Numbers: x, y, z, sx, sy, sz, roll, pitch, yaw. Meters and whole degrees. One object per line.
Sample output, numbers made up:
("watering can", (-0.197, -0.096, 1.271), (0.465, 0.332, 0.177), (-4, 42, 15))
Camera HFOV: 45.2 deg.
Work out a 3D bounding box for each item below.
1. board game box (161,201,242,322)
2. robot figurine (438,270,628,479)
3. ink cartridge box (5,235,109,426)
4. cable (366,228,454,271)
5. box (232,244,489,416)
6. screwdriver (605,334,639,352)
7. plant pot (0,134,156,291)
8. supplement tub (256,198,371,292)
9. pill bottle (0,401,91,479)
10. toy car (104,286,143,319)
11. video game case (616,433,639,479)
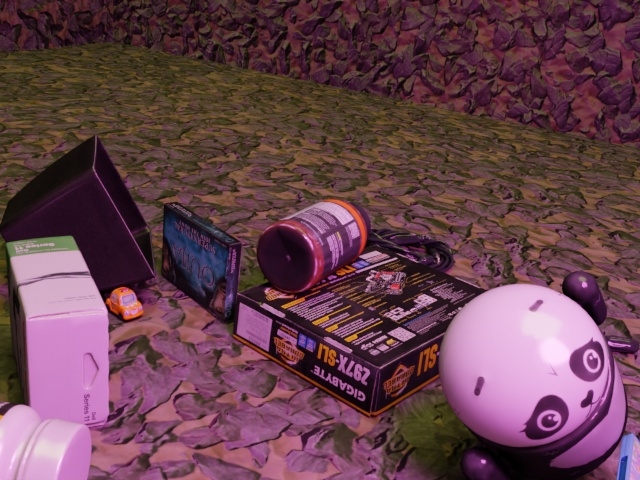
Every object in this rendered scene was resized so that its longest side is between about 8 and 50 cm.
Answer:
("board game box", (-0.184, 0.030, 1.166), (0.026, 0.126, 0.186), (-11, 27, -39))
("robot figurine", (0.233, 0.158, 0.820), (0.173, 0.278, 0.209), (-16, 56, 20))
("ink cartridge box", (-0.312, 0.104, 0.904), (0.087, 0.153, 0.208), (-5, 24, -26))
("cable", (0.159, 0.008, 1.432), (0.150, 0.047, 0.184), (-10, 27, -37))
("box", (0.079, 0.111, 1.111), (0.257, 0.079, 0.322), (21, 26, 36))
("screwdriver", (0.402, 0.155, 1.184), (0.170, 0.024, 0.025), (3, 50, 7))
("plant pot", (-0.367, -0.022, 1.151), (0.167, 0.188, 0.187), (-25, 27, -4))
("supplement tub", (0.000, 0.000, 1.124), (0.106, 0.106, 0.198), (18, 24, 26))
("pill bottle", (-0.327, 0.203, 0.701), (0.208, 0.119, 0.119), (8, 22, 1))
("toy car", (-0.316, 0.091, 1.088), (0.122, 0.040, 0.060), (-6, 25, -31))
("video game case", (0.326, 0.279, 0.746), (0.119, 0.015, 0.166), (56, 31, -1))
